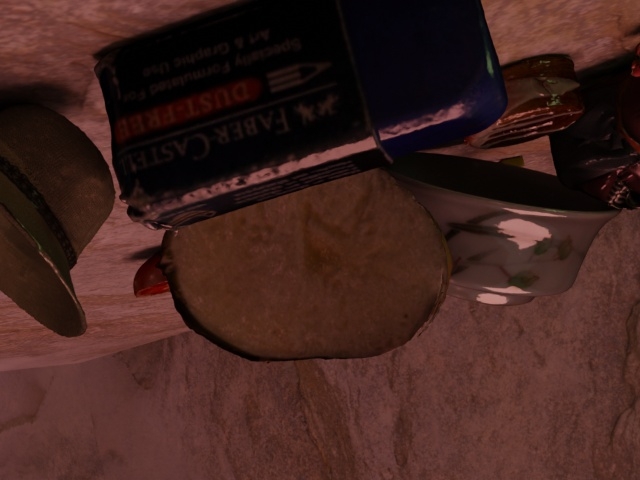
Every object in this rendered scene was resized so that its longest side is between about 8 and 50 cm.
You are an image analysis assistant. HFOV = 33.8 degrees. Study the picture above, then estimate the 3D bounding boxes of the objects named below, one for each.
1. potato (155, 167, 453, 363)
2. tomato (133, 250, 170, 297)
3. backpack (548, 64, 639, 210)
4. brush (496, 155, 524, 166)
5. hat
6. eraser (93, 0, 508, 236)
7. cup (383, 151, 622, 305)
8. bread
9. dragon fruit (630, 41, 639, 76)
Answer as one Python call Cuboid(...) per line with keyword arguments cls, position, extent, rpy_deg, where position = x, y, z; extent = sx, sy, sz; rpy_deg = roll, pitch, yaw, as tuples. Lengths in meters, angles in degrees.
Cuboid(cls="potato", position=(0.000, 0.000, 1.426), extent=(0.397, 0.290, 0.296), rpy_deg=(-12, -177, 19))
Cuboid(cls="tomato", position=(-0.272, 0.051, 1.902), extent=(0.155, 0.069, 0.155), rpy_deg=(-17, 173, -2))
Cuboid(cls="backpack", position=(0.497, -0.153, 1.385), extent=(0.317, 0.197, 0.283), rpy_deg=(-22, 168, 42))
Cuboid(cls="brush", position=(0.319, -0.132, 1.851), extent=(0.083, 0.019, 0.021), rpy_deg=(-12, -179, -25))
Cuboid(cls="hat", position=(-0.262, -0.045, 0.957), extent=(0.130, 0.257, 0.257), rpy_deg=(-46, -174, -25))
Cuboid(cls="eraser", position=(-0.020, -0.120, 0.876), extent=(0.332, 0.155, 0.101), rpy_deg=(-16, 170, 13))
Cuboid(cls="cup", position=(0.234, -0.010, 1.486), extent=(0.347, 0.163, 0.347), rpy_deg=(9, -167, -2))
Cuboid(cls="bread", position=(0.244, -0.167, 1.301), extent=(0.160, 0.073, 0.160), rpy_deg=(-14, 173, -2))
Cuboid(cls="dragon fruit", position=(0.422, -0.213, 1.218), extent=(0.116, 0.086, 0.081), rpy_deg=(12, -169, 13))
